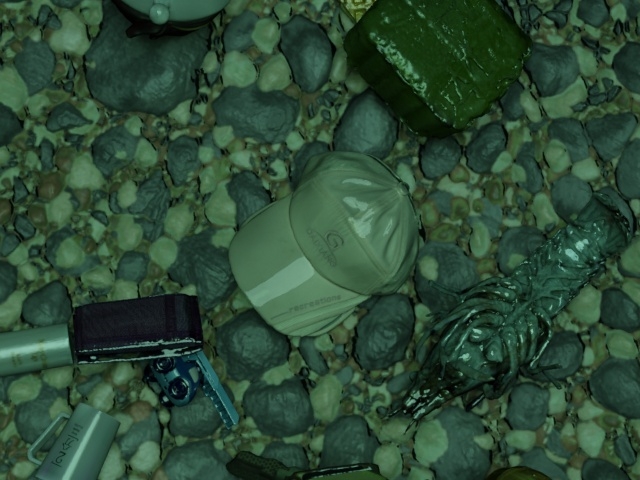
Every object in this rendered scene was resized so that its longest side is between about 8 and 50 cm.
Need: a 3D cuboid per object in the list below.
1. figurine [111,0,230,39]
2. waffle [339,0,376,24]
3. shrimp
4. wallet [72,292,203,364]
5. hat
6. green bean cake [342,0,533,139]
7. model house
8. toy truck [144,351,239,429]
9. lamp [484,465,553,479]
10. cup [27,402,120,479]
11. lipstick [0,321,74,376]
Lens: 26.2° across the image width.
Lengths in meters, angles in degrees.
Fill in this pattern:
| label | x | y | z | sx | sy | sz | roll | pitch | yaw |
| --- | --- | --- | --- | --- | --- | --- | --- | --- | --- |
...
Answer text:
| label | x | y | z | sx | sy | sz | roll | pitch | yaw |
| --- | --- | --- | --- | --- | --- | --- | --- | --- | --- |
| figurine | -0.189 | -0.431 | 1.853 | 0.281 | 0.167 | 0.370 | 13 | 70 | -8 |
| waffle | 0.047 | -0.308 | 1.918 | 0.125 | 0.032 | 0.191 | -2 | 81 | -6 |
| shrimp | 0.251 | 0.103 | 1.808 | 0.410 | 0.166 | 0.221 | -41 | 84 | -23 |
| wallet | -0.237 | 0.110 | 1.782 | 0.166 | 0.030 | 0.111 | -5 | 38 | -8 |
| hat | 0.000 | 0.000 | 1.805 | 0.226 | 0.164 | 0.219 | -31 | 82 | -32 |
| green bean cake | 0.160 | -0.262 | 1.863 | 0.214 | 0.113 | 0.200 | 48 | 68 | -6 |
| model house | -0.021 | 0.381 | 1.712 | 0.278 | 0.205 | 0.218 | 17 | 40 | 15 |
| toy truck | -0.169 | 0.196 | 1.790 | 0.074 | 0.063 | 0.136 | -27 | 85 | -31 |
| lamp | 0.245 | 0.390 | 1.749 | 0.161 | 0.161 | 0.185 | 36 | 75 | 1 |
| cup | -0.321 | 0.267 | 1.760 | 0.104 | 0.074 | 0.116 | 17 | 72 | 26 |
| lipstick | -0.449 | 0.154 | 1.766 | 0.264 | 0.059 | 0.059 | -9 | 81 | -7 |
